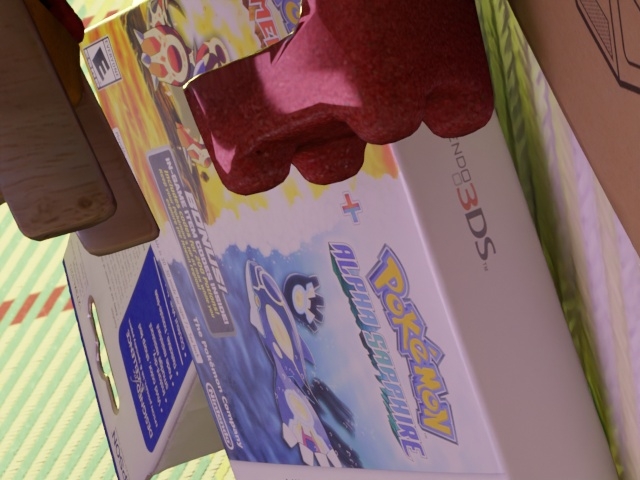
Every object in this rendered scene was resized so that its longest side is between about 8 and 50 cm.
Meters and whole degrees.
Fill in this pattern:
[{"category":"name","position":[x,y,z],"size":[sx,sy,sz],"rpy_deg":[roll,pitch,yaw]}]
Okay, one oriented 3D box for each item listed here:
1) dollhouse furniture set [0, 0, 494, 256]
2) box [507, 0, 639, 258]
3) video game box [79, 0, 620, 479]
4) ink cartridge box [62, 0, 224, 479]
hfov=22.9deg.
[{"category":"dollhouse furniture set","position":[-0.045,-0.092,0.281],"size":[0.374,0.201,0.152],"rpy_deg":[80,174,-85]},{"category":"box","position":[0.066,-0.076,0.285],"size":[0.201,0.021,0.164],"rpy_deg":[86,167,-57]},{"category":"video game box","position":[0.000,0.000,0.550],"size":[0.187,0.048,0.205],"rpy_deg":[-12,99,57]},{"category":"ink cartridge box","position":[-0.054,-0.022,0.764],"size":[0.371,0.069,0.175],"rpy_deg":[119,139,-51]}]
